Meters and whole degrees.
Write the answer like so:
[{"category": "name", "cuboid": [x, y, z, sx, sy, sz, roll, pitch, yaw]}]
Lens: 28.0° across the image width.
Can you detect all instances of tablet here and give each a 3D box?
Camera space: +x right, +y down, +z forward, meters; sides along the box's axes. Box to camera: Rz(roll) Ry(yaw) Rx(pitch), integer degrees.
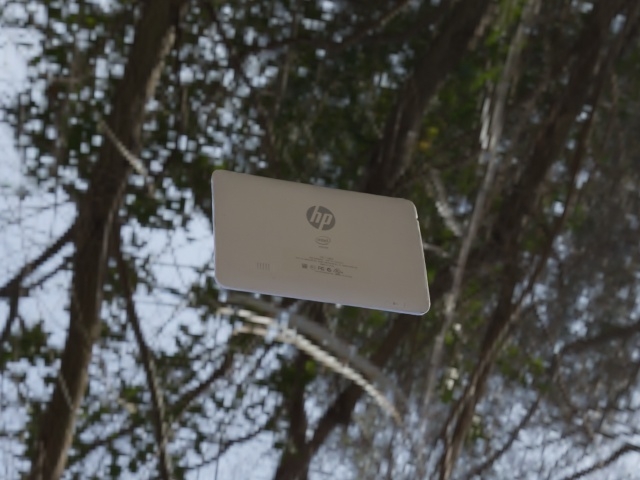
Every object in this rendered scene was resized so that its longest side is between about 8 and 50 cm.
[{"category": "tablet", "cuboid": [0.000, 0.000, 0.481, 0.083, 0.006, 0.054, 9, -128, -19]}]
